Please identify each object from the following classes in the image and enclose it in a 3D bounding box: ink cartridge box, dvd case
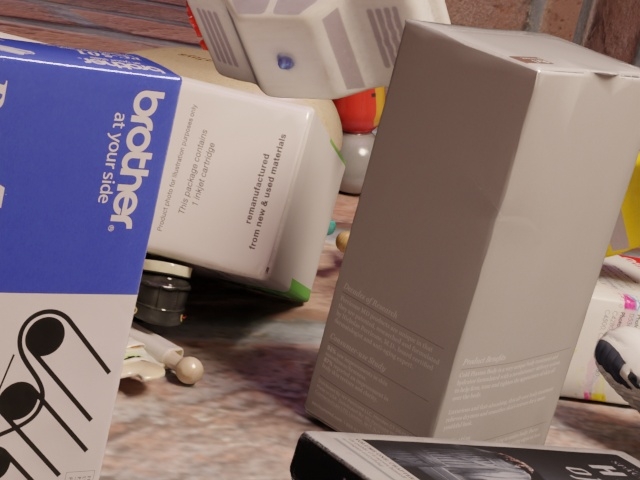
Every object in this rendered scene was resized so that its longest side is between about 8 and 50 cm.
[{"bbox_3d":[-0.135,-0.051,0.946,0.273,0.114,0.198,15,-5,9],"label":"ink cartridge box"},{"bbox_3d":[0.129,0.141,0.651,0.239,0.029,0.179,9,12,-40],"label":"dvd case"},{"bbox_3d":[0.187,0.056,0.993,0.231,0.078,0.134,9,15,-15],"label":"ink cartridge box"},{"bbox_3d":[-0.127,0.023,0.569,0.097,0.207,0.046,2,18,-36],"label":"ink cartridge box"}]

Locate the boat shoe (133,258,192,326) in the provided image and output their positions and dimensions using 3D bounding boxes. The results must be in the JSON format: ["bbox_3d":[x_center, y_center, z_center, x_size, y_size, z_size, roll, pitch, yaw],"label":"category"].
[{"bbox_3d":[-0.117,0.031,0.890,0.049,0.042,0.133,10,-1,-22],"label":"boat shoe"}]

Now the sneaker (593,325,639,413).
[{"bbox_3d":[0.301,0.066,0.861,0.235,0.153,0.094,21,-15,26],"label":"sneaker"}]

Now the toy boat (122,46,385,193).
[{"bbox_3d":[-0.050,-0.100,1.315,0.267,0.148,0.318,19,22,42],"label":"toy boat"}]

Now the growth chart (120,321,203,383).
[{"bbox_3d":[-0.198,0.052,0.781,0.237,0.021,0.172,1,19,-40],"label":"growth chart"}]

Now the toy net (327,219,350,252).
[{"bbox_3d":[0.000,0.000,1.126,0.232,0.045,0.122,8,13,-27],"label":"toy net"}]

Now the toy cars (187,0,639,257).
[{"bbox_3d":[0.076,-0.081,0.933,0.394,0.176,0.087,31,53,-3],"label":"toy cars"}]

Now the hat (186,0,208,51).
[{"bbox_3d":[-0.077,-0.222,1.627,0.173,0.183,0.208,18,15,18],"label":"hat"}]

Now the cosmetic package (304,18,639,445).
[{"bbox_3d":[0.089,0.003,0.783,0.107,0.238,0.127,25,18,40],"label":"cosmetic package"}]
